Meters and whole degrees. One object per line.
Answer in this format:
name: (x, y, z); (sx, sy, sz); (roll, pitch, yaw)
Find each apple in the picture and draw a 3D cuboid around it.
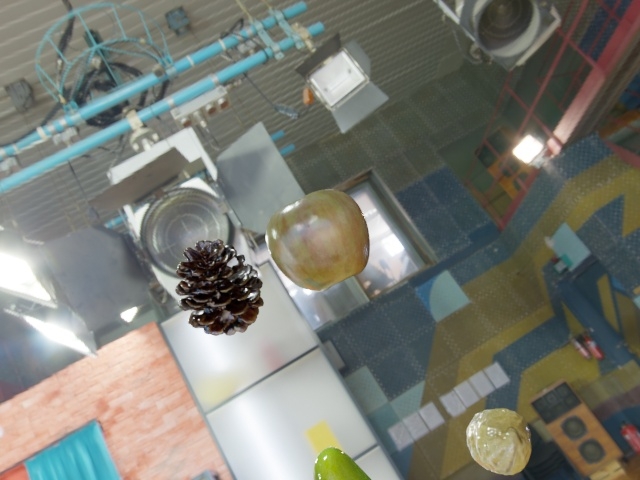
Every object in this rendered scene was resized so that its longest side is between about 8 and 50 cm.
apple: (0.000, 0.000, 1.398); (0.257, 0.233, 0.257); (-29, 1, 1)

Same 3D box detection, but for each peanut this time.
peanut: (0.419, 0.468, 1.317); (0.147, 0.147, 0.305); (-31, -20, -5)

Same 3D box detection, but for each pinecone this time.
pinecone: (-0.283, 0.117, 1.545); (0.247, 0.246, 0.292); (-26, -46, -18)

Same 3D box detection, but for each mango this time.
mango: (0.078, 0.685, 1.481); (0.149, 0.273, 0.185); (-41, -4, 8)
